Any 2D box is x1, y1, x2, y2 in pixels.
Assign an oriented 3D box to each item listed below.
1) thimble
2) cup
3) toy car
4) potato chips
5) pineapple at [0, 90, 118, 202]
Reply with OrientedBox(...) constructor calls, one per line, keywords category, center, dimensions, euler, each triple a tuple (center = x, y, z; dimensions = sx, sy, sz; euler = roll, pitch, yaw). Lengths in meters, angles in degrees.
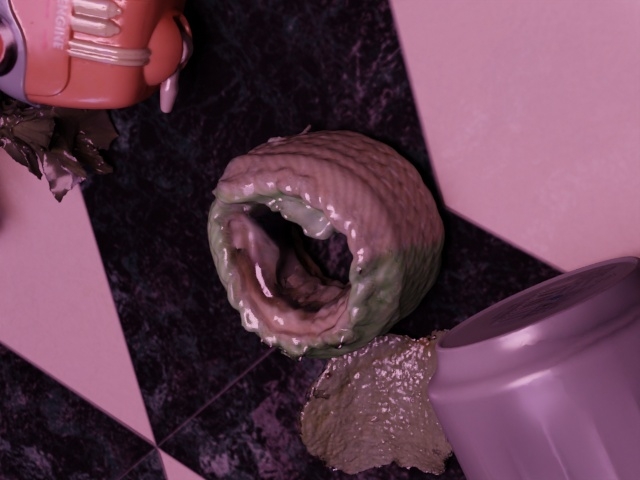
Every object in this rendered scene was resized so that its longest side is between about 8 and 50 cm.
OrientedBox(category="thimble", center=(0.000, 0.000, 1.407), dimensions=(0.219, 0.150, 0.219), euler=(11, 112, 29))
OrientedBox(category="cup", center=(0.289, 0.183, 1.256), dimensions=(0.323, 0.237, 0.326), euler=(-23, 93, 6))
OrientedBox(category="toy car", center=(-0.220, -0.256, 1.450), dimensions=(0.212, 0.180, 0.270), euler=(14, 111, 12))
OrientedBox(category="potato chips", center=(0.081, 0.170, 1.470), dimensions=(0.228, 0.059, 0.167), euler=(-10, 106, 29))
OrientedBox(category="pineapple", center=(-0.364, -0.127, 1.618), dimensions=(0.277, 0.119, 0.130), euler=(14, 94, 26))
